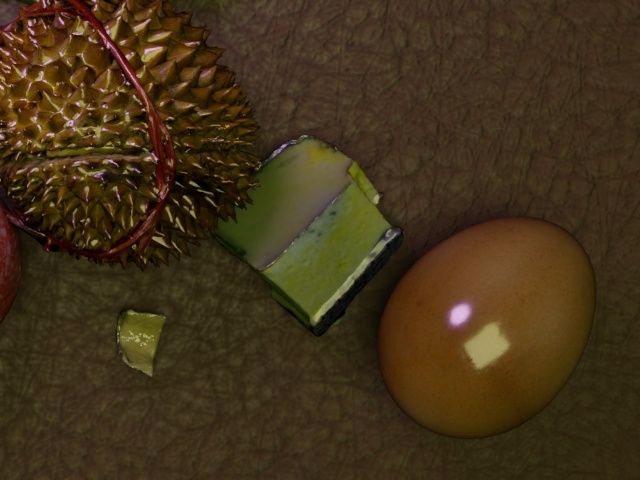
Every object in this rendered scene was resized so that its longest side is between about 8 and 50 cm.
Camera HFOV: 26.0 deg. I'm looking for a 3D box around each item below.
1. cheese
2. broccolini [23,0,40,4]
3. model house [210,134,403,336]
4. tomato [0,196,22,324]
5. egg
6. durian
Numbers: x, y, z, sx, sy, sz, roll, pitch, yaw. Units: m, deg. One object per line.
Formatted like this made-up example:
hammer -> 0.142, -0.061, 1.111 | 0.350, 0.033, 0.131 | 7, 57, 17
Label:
cheese -> -0.241, 0.136, 1.829 | 0.060, 0.041, 0.084 | 10, 80, -18
broccolini -> -0.321, -0.307, 1.763 | 0.194, 0.054, 0.052 | -4, 116, -7
model house -> 0.000, 0.000, 1.826 | 0.194, 0.170, 0.211 | -49, 130, -8
tomato -> -0.489, 0.019, 1.677 | 0.270, 0.227, 0.270 | 7, 117, 13
egg -> 0.220, 0.109, 1.799 | 0.322, 0.250, 0.250 | -44, 102, -10
durian -> -0.247, -0.133, 1.636 | 0.348, 0.384, 0.347 | -1, 86, 18
